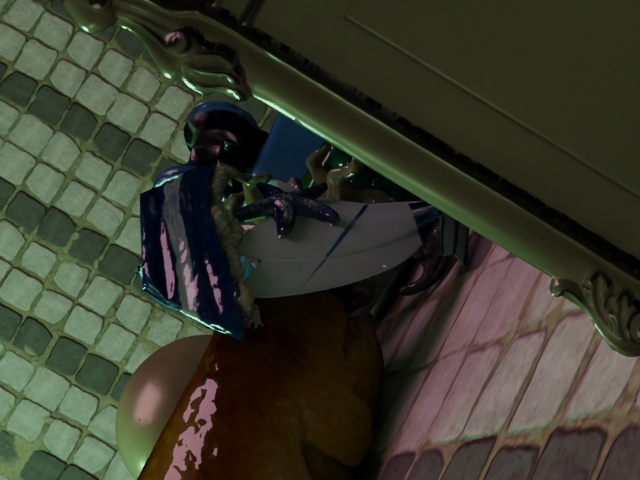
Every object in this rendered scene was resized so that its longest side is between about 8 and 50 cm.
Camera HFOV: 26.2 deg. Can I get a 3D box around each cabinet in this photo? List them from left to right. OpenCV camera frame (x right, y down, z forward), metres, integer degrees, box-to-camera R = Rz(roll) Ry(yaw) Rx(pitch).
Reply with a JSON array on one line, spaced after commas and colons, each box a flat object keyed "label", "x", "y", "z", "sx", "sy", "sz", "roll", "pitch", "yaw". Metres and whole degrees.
[{"label": "cabinet", "x": 0.109, "y": -0.148, "z": 0.586, "sx": 0.227, "sy": 0.318, "sz": 0.290, "roll": -56, "pitch": 8, "yaw": 35}]

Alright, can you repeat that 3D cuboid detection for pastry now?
[{"label": "pastry", "x": -0.068, "y": 0.200, "z": 1.195, "sx": 0.356, "sy": 0.163, "sz": 0.356, "roll": -156, "pitch": 90, "yaw": -86}]

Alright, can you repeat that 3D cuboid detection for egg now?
[{"label": "egg", "x": -0.144, "y": 0.208, "z": 1.640, "sx": 0.186, "sy": 0.186, "sz": 0.242, "roll": -57, "pitch": -5, "yaw": 29}]

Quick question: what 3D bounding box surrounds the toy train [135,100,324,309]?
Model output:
[{"label": "toy train", "x": -0.079, "y": -0.023, "z": 1.746, "sx": 0.188, "sy": 0.265, "sz": 0.300, "roll": -70, "pitch": -4, "yaw": -47}]

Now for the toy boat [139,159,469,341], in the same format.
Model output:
[{"label": "toy boat", "x": -0.027, "y": -0.013, "z": 1.173, "sx": 0.291, "sy": 0.210, "sz": 0.070, "roll": -19, "pitch": -45, "yaw": -27}]

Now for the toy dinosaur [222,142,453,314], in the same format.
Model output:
[{"label": "toy dinosaur", "x": -0.003, "y": 0.001, "z": 1.297, "sx": 0.294, "sy": 0.162, "sz": 0.077, "roll": -25, "pitch": -3, "yaw": 44}]

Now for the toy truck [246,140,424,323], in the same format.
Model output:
[{"label": "toy truck", "x": 0.061, "y": -0.082, "z": 1.423, "sx": 0.363, "sy": 0.176, "sz": 0.178, "roll": -59, "pitch": 13, "yaw": 18}]
